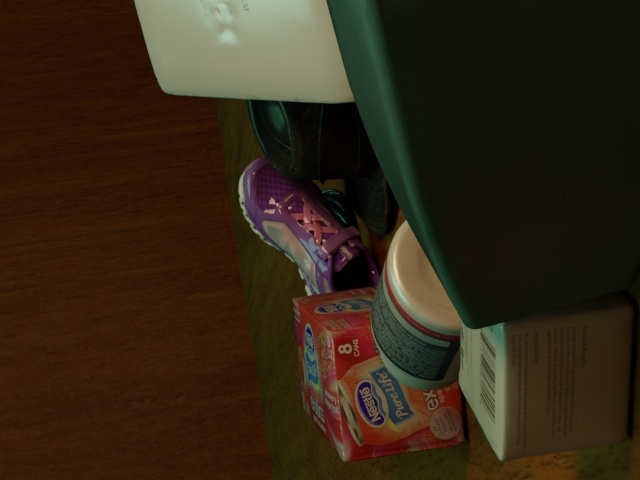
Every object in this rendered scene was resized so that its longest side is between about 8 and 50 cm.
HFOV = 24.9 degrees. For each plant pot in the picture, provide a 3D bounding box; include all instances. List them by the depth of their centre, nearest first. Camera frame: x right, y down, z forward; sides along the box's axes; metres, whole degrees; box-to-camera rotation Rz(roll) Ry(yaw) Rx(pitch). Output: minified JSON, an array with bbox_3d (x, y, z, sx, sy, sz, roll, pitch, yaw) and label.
[{"bbox_3d":[0.103,-0.082,0.832,0.166,0.165,0.234,-113,9,-60],"label":"plant pot"}]

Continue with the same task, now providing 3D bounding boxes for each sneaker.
[{"bbox_3d":[0.000,0.000,1.660,0.236,0.095,0.104,55,162,-8],"label":"sneaker"}]

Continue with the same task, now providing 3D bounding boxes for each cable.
[{"bbox_3d":[0.019,0.026,1.836,0.150,0.047,0.185,-125,30,-72],"label":"cable"}]

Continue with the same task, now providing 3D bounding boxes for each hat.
[{"bbox_3d":[-0.012,-0.161,1.599,0.331,0.134,0.331,172,90,-82],"label":"hat"}]

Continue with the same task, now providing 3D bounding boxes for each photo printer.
[{"bbox_3d":[-0.052,-0.258,1.408,0.307,0.107,0.256,9,120,40],"label":"photo printer"}]

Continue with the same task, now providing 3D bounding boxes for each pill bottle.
[{"bbox_3d":[0.095,0.053,1.148,0.180,0.108,0.108,102,159,-65],"label":"pill bottle"}]

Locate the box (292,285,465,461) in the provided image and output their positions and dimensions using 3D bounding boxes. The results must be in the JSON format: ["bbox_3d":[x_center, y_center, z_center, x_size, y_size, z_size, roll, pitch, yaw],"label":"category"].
[{"bbox_3d":[0.052,0.125,1.450,0.257,0.122,0.128,-150,54,-79],"label":"box"}]

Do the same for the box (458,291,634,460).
[{"bbox_3d":[0.141,0.068,0.926,0.102,0.087,0.101,-113,17,-63],"label":"box"}]
